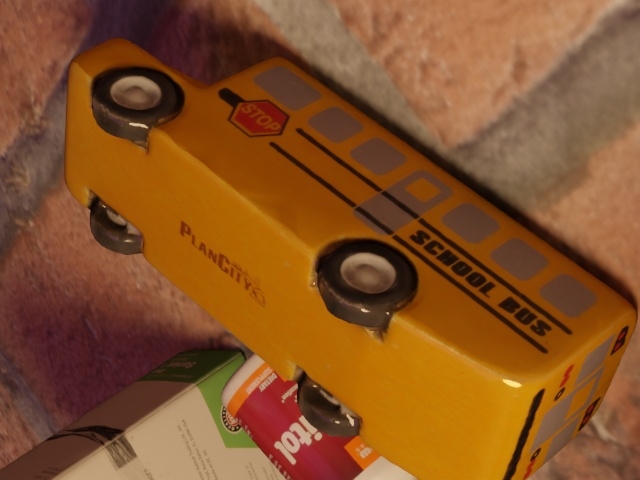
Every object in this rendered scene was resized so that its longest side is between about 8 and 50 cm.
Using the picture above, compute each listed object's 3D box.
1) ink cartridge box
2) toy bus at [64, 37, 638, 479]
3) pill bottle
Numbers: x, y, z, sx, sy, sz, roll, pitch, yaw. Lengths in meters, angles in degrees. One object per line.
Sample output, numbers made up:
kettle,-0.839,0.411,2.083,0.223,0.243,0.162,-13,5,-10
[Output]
ink cartridge box,-0.129,0.200,0.997,0.093,0.219,0.160,-4,112,51
toy bus,0.000,0.000,0.775,0.333,0.130,0.108,38,140,26
pill bottle,0.014,0.130,0.893,0.152,0.086,0.086,47,143,14
